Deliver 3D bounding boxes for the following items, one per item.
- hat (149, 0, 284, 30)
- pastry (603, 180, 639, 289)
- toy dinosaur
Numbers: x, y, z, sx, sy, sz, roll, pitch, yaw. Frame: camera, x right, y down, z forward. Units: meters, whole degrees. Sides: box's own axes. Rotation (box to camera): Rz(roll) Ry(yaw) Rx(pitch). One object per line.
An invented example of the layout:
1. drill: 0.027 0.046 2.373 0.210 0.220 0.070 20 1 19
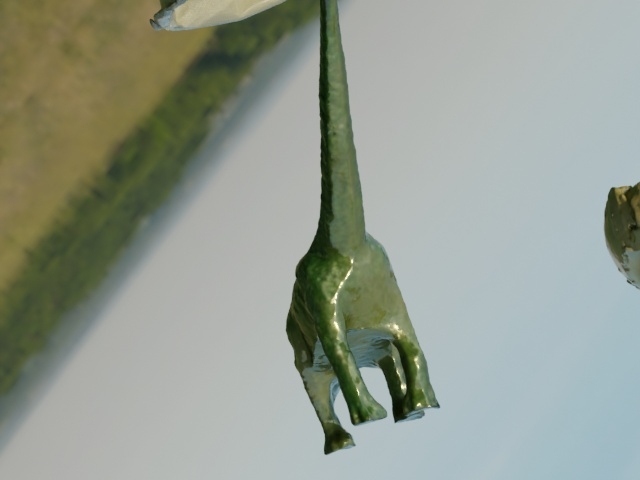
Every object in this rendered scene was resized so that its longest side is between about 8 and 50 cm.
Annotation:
1. hat: -0.062 -0.274 1.346 0.164 0.226 0.219 -11 176 10
2. pastry: 0.359 -0.005 1.882 0.166 0.166 0.088 -50 -156 40
3. toy dinosaur: 0.000 0.000 1.431 0.087 0.301 0.447 -17 170 -16
